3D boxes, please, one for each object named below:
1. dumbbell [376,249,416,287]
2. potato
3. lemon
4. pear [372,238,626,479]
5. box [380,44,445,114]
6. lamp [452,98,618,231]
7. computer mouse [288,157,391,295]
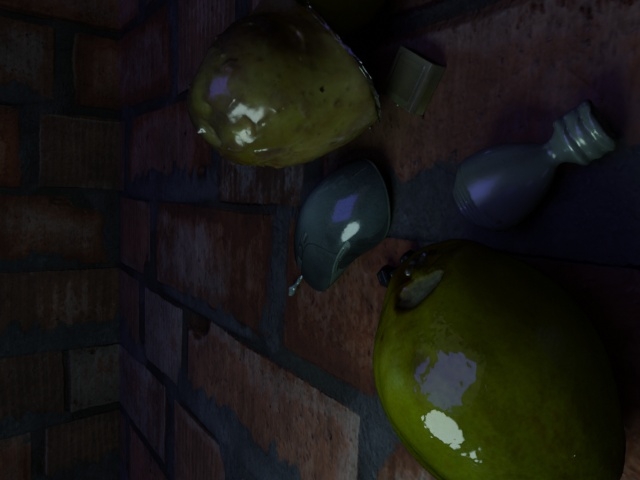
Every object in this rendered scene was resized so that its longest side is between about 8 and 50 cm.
[{"bbox_3d":[0.128,0.048,0.775,0.036,0.040,0.083,49,136,-1],"label":"dumbbell"},{"bbox_3d":[-0.079,-0.221,0.763,0.237,0.289,0.301,-40,58,1],"label":"potato"},{"bbox_3d":[0.031,-0.440,0.757,0.184,0.184,0.248,57,137,34],"label":"lemon"},{"bbox_3d":[0.187,0.154,0.538,0.269,0.269,0.321,-35,83,48],"label":"pear"},{"bbox_3d":[0.141,-0.247,0.744,0.079,0.035,0.083,52,131,38],"label":"box"},{"bbox_3d":[0.246,-0.083,0.571,0.193,0.106,0.106,-34,65,38],"label":"lamp"},{"bbox_3d":[0.000,0.000,0.902,0.379,0.090,0.167,-57,49,39],"label":"computer mouse"}]
